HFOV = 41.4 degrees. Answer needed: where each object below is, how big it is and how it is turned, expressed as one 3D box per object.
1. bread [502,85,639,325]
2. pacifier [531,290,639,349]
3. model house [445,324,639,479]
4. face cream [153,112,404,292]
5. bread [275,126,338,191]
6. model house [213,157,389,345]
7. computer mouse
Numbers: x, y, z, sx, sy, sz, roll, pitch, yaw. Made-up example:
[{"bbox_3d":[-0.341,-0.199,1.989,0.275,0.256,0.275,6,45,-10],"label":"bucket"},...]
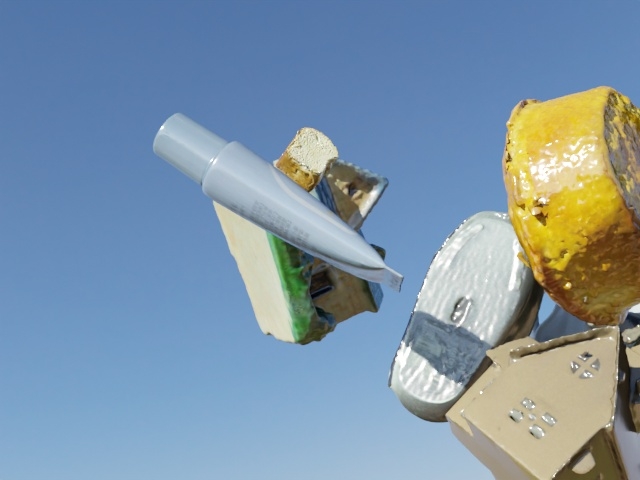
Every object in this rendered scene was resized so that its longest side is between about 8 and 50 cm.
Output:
[{"bbox_3d":[0.424,-0.056,1.264,0.204,0.337,0.358,-18,-43,42],"label":"bread"},{"bbox_3d":[0.484,0.130,1.510,0.227,0.279,0.207,21,-13,20],"label":"pacifier"},{"bbox_3d":[0.254,0.131,0.772,0.248,0.176,0.181,-39,-48,-12],"label":"model house"},{"bbox_3d":[-0.053,-0.045,1.137,0.086,0.385,0.135,-56,-9,-8],"label":"face cream"},{"bbox_3d":[-0.021,-0.135,1.413,0.083,0.077,0.070,38,-29,-3],"label":"bread"},{"bbox_3d":[0.000,0.000,1.905,0.342,0.382,0.334,-21,12,-24],"label":"model house"},{"bbox_3d":[0.248,0.131,1.435,0.203,0.374,0.114,25,-9,28],"label":"computer mouse"}]
